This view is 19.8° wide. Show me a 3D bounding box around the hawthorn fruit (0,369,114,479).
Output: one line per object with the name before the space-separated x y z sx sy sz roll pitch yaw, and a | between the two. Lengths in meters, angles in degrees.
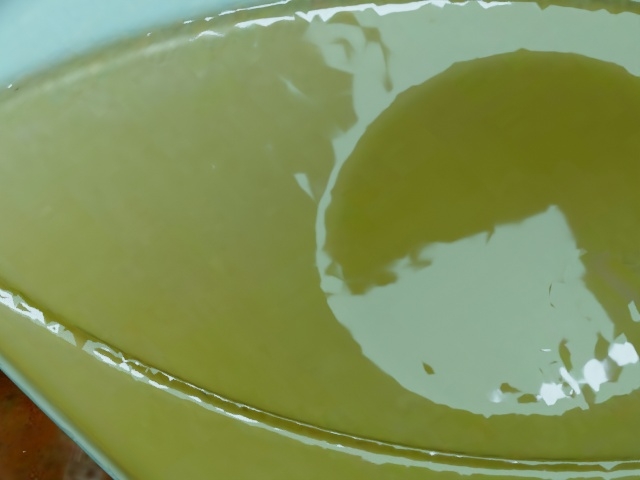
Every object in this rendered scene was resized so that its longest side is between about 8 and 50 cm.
hawthorn fruit | -0.147 0.129 0.962 0.200 0.179 0.179 -1 130 26

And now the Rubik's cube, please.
Rubik's cube | 0.066 -0.074 0.728 0.352 0.351 0.347 -36 111 19
